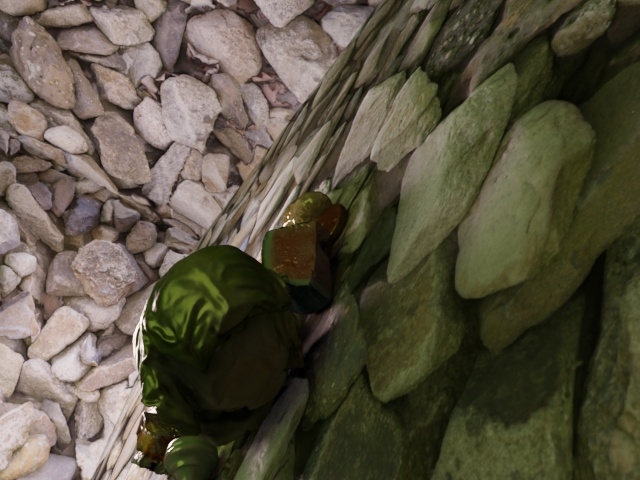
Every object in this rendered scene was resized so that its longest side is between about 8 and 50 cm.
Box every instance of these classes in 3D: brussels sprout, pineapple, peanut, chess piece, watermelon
[{"bbox_3d":[-0.254,0.220,1.396,0.361,0.342,0.426,34,97,46],"label":"brussels sprout"},{"bbox_3d":[-0.450,0.570,1.713,0.115,0.186,0.236,-68,-25,-7],"label":"pineapple"},{"bbox_3d":[-0.048,-0.076,1.851,0.125,0.111,0.274,-69,15,-17],"label":"peanut"},{"bbox_3d":[-0.319,0.629,1.442,0.139,0.139,0.272,-51,30,28],"label":"chess piece"},{"bbox_3d":[-0.058,0.054,1.538,0.226,0.148,0.318,-50,27,0],"label":"watermelon"}]

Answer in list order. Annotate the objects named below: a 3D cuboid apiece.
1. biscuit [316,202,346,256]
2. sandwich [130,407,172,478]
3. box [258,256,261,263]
[{"bbox_3d":[0.000,0.000,1.683,0.236,0.039,0.180,-58,23,5],"label":"biscuit"},{"bbox_3d":[-0.498,0.619,1.936,0.262,0.131,0.325,-50,20,26],"label":"sandwich"},{"bbox_3d":[-0.210,0.060,2.253,0.093,0.015,0.058,-51,16,29],"label":"box"}]
